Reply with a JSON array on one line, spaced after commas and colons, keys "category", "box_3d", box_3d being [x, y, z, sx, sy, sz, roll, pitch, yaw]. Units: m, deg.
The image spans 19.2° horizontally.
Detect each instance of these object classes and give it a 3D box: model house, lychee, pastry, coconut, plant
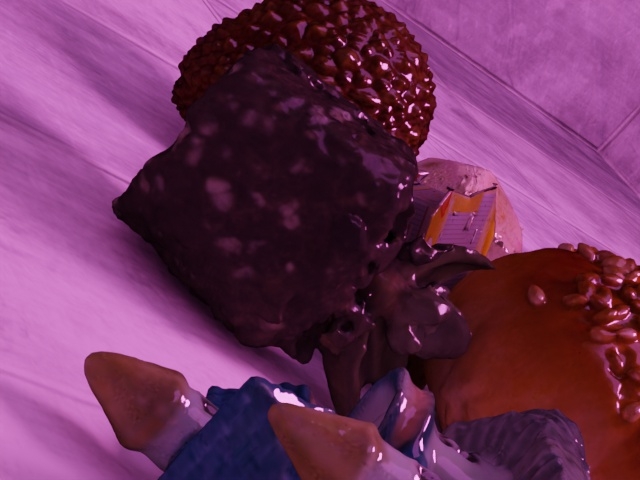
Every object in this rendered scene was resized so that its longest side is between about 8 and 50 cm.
[{"category": "model house", "box_3d": [0.001, 0.143, 1.226, 0.325, 0.194, 0.267, 37, 14, -9]}, {"category": "model house", "box_3d": [0.059, 0.026, 1.812, 0.136, 0.219, 0.207, 24, 12, 20]}, {"category": "lychee", "box_3d": [-0.026, -0.149, 1.968, 0.271, 0.271, 0.271, 39, 14, -12]}, {"category": "pastry", "box_3d": [0.282, 0.161, 1.760, 0.409, 0.245, 0.409, 39, 23, -20]}, {"category": "coconut", "box_3d": [0.129, 0.001, 2.046, 0.194, 0.194, 0.194, 39, 14, -12]}, {"category": "plant", "box_3d": [0.000, 0.000, 1.600, 0.312, 0.215, 0.213, 46, 10, 2]}]
